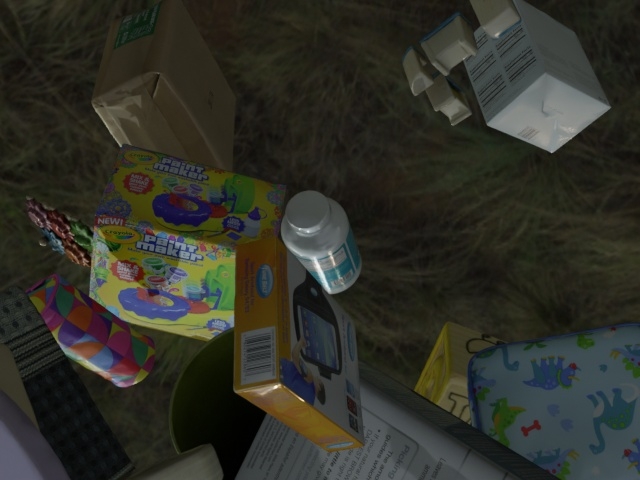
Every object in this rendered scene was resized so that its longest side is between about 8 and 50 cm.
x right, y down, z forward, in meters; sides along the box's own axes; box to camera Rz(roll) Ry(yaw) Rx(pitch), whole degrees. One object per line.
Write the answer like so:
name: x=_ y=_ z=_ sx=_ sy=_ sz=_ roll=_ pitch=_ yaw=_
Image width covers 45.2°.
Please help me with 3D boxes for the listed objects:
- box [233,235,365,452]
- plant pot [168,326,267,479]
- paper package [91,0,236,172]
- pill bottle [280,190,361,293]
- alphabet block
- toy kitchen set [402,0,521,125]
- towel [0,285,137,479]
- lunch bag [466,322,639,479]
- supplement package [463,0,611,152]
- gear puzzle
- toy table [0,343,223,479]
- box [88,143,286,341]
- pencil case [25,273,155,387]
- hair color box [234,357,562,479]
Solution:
box: x=-0.006 y=0.065 z=0.428 sx=0.028 sy=0.081 sz=0.136 roll=-15 pitch=148 yaw=19
plant pot: x=-0.058 y=0.312 z=1.163 sx=0.274 sy=0.275 sz=0.294 roll=2 pitch=140 yaw=9
paper package: x=-0.309 y=-0.288 z=1.586 sx=0.168 sy=0.325 sz=0.309 roll=-17 pitch=133 yaw=12
pill bottle: x=0.000 y=0.000 z=1.664 sx=0.146 sy=0.146 sz=0.264 roll=-3 pitch=150 yaw=12
alphabet block: x=0.286 y=0.295 z=1.387 sx=0.197 sy=0.192 sz=0.194 roll=20 pitch=113 yaw=-2
toy kitchen set: x=0.251 y=-0.322 z=1.290 sx=0.207 sy=0.122 sz=0.166 roll=-33 pitch=141 yaw=28
towel: x=-0.321 y=0.220 z=0.675 sx=0.056 sy=0.324 sz=0.312 roll=-35 pitch=86 yaw=33
lunch bag: x=0.267 y=0.189 z=0.801 sx=0.218 sy=0.176 sz=0.090 roll=-11 pitch=152 yaw=9
supplement package: x=0.397 y=-0.307 z=1.440 sx=0.194 sy=0.203 sz=0.149 roll=15 pitch=139 yaw=-34
gear puzzle: x=-0.518 y=0.018 z=1.671 sx=0.338 sy=0.044 sz=0.176 roll=21 pitch=143 yaw=31
toy table: x=-0.192 y=0.194 z=0.455 sx=0.252 sy=0.161 sz=0.274 roll=-10 pitch=86 yaw=5
box: x=-0.238 y=0.017 z=1.352 sx=0.289 sy=0.177 sz=0.279 roll=14 pitch=137 yaw=-7
pencil case: x=-0.367 y=0.146 z=1.220 sx=0.104 sy=0.104 sz=0.236 roll=-22 pitch=136 yaw=22
hair color box: x=0.102 y=0.266 z=0.728 sx=0.374 sy=0.113 sz=0.185 roll=27 pitch=92 yaw=36
